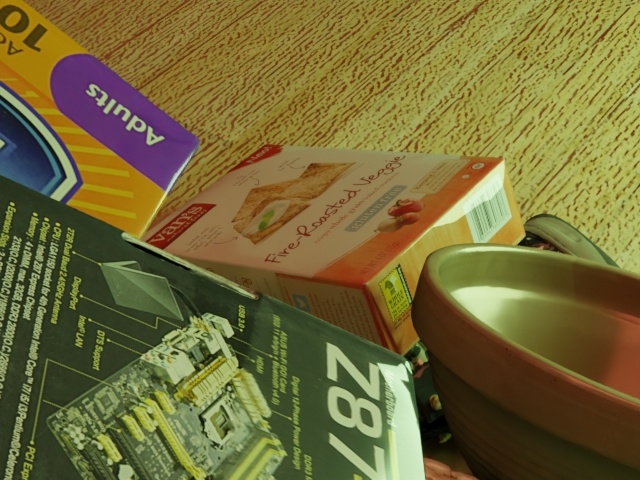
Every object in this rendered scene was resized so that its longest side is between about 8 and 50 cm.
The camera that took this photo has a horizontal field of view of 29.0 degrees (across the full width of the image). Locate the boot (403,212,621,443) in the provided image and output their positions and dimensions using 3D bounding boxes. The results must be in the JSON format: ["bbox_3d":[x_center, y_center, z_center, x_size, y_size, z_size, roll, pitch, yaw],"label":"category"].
[{"bbox_3d":[0.146,0.093,0.792,0.178,0.085,0.236,-26,46,-19],"label":"boot"}]

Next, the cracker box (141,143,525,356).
[{"bbox_3d":[0.000,0.000,0.854,0.232,0.067,0.156,6,36,44],"label":"cracker box"}]

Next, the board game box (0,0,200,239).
[{"bbox_3d":[-0.342,0.041,0.549,0.356,0.356,0.356,38,43,-12],"label":"board game box"}]

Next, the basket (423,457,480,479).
[{"bbox_3d":[0.037,0.196,0.612,0.113,0.167,0.103,20,39,22],"label":"basket"}]

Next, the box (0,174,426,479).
[{"bbox_3d":[-0.111,0.132,0.278,0.318,0.097,0.395,23,36,-21],"label":"box"}]

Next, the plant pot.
[{"bbox_3d":[0.153,0.094,0.652,0.237,0.109,0.237,15,17,-5],"label":"plant pot"}]
